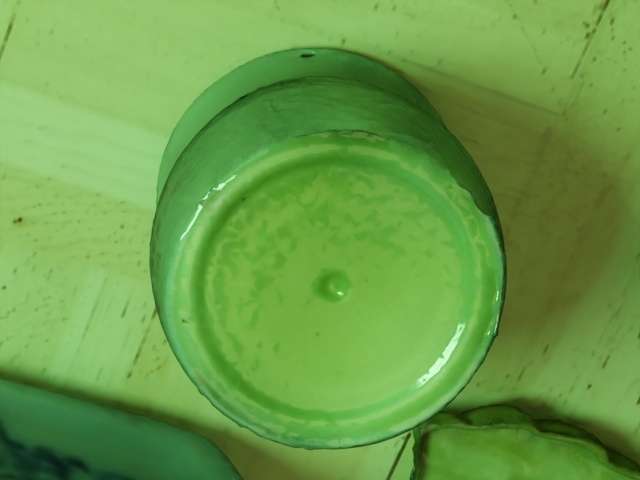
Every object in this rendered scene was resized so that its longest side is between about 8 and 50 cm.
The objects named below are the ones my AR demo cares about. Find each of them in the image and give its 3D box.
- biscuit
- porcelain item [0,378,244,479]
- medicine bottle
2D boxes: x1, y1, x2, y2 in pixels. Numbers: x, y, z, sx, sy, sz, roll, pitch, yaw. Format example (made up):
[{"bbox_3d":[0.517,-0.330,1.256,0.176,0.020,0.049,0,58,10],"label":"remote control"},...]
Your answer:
[{"bbox_3d":[0.108,0.209,1.009,0.187,0.036,0.274,10,112,-10],"label":"biscuit"},{"bbox_3d":[-0.173,0.273,0.929,0.242,0.178,0.405,17,111,-14],"label":"porcelain item"},{"bbox_3d":[0.000,0.000,0.844,0.147,0.143,0.147,-2,109,-6],"label":"medicine bottle"}]
